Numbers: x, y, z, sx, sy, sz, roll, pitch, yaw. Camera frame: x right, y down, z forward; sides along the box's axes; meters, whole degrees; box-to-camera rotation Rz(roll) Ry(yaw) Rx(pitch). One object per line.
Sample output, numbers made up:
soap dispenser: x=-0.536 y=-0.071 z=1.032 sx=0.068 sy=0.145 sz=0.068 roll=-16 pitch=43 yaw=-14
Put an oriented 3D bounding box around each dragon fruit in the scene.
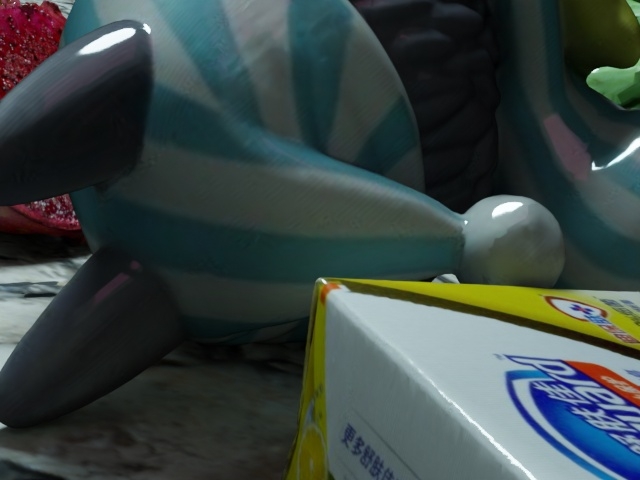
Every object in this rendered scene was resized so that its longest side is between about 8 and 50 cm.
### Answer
dragon fruit: x=-0.197 y=-0.057 z=0.754 sx=0.111 sy=0.153 sz=0.153 roll=-18 pitch=-4 yaw=37

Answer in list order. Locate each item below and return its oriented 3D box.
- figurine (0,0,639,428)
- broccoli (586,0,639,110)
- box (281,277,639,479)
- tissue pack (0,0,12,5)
figurine: x=0.000 y=0.000 z=0.624 sx=0.361 sy=0.266 sz=0.378 roll=42 pitch=58 yaw=11
broccoli: x=0.278 y=-0.113 z=1.010 sx=0.270 sy=0.269 sz=0.270 roll=3 pitch=-25 yaw=-28
box: x=0.112 y=0.106 z=0.406 sx=0.168 sy=0.097 sz=0.265 roll=4 pitch=18 yaw=-25
tissue pack: x=-0.353 y=-0.263 z=1.187 sx=0.120 sy=0.169 sz=0.082 roll=11 pitch=14 yaw=-1
